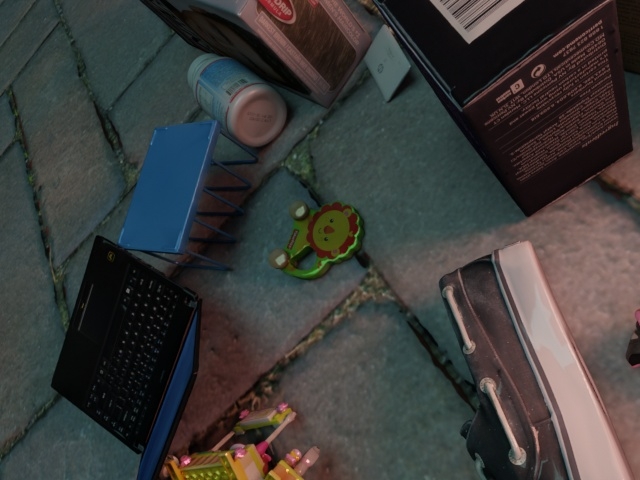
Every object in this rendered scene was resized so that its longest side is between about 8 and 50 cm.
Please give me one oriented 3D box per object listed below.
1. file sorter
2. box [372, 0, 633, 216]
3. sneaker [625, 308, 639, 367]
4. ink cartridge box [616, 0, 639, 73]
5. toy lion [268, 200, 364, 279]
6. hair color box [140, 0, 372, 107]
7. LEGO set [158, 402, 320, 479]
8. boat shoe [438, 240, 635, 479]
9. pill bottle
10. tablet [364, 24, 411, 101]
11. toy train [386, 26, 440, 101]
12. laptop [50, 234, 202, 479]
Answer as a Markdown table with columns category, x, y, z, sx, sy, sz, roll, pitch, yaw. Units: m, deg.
| category | x | y | z | sx | sy | sz | roll | pitch | yaw |
| --- | --- | --- | --- | --- | --- | --- | --- | --- | --- |
| file sorter | -0.165 | -0.053 | 0.670 | 0.118 | 0.104 | 0.170 | 3 | 73 | 35 |
| box | 0.156 | -0.135 | 0.424 | 0.108 | 0.207 | 0.153 | -36 | 54 | 17 |
| sneaker | 0.278 | 0.095 | 0.360 | 0.119 | 0.047 | 0.057 | 30 | 112 | 39 |
| ink cartridge box | 0.257 | -0.221 | 0.400 | 0.235 | 0.193 | 0.088 | 39 | 95 | 37 |
| toy lion | 0.000 | 0.000 | 0.588 | 0.096 | 0.034 | 0.100 | 19 | 83 | 30 |
| hair color box | -0.127 | -0.329 | 0.704 | 0.374 | 0.185 | 0.113 | 35 | 92 | 38 |
| LEGO set | -0.029 | 0.234 | 0.491 | 0.287 | 0.107 | 0.132 | 2 | 107 | 30 |
| boat shoe | 0.157 | 0.144 | 0.375 | 0.102 | 0.108 | 0.301 | -25 | 57 | 23 |
| pill bottle | -0.122 | -0.202 | 0.712 | 0.087 | 0.087 | 0.160 | -50 | 53 | 7 |
| tablet | 0.079 | -0.215 | 0.618 | 0.054 | 0.006 | 0.083 | -54 | 45 | 44 |
| toy train | 0.148 | -0.239 | 0.578 | 0.125 | 0.046 | 0.166 | -45 | 59 | 44 |
| laptop | -0.236 | 0.157 | 0.573 | 0.265 | 0.137 | 0.234 | 28 | 104 | 18 |
